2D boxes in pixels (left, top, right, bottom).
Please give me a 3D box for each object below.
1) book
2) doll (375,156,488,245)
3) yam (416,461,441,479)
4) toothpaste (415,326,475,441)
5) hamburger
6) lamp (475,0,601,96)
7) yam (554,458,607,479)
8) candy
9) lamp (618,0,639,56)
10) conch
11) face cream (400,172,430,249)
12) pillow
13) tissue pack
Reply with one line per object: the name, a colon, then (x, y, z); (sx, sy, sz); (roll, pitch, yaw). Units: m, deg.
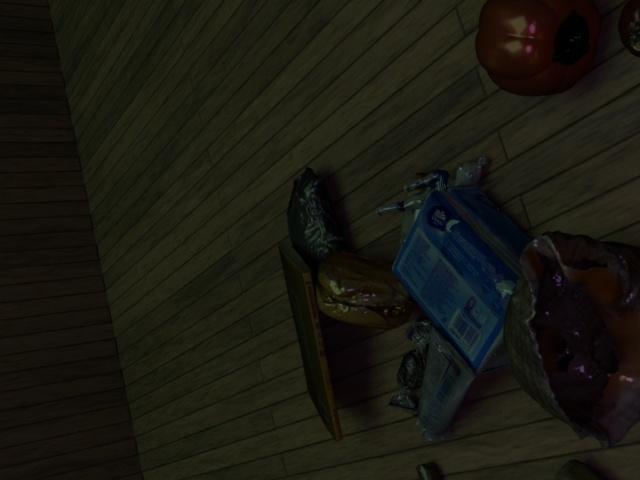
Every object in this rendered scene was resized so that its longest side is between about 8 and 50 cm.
book: (-0.025, 0.213, 1.745); (0.269, 0.032, 0.389); (-134, 32, -70)
doll: (0.220, -0.080, 1.463); (0.227, 0.057, 0.114); (-34, 99, 27)
yam: (0.223, 0.488, 1.575); (0.043, 0.043, 0.094); (-39, 62, 49)
toothpaste: (0.221, 0.270, 1.430); (0.114, 0.073, 0.299); (53, 158, 32)
hamburger: (0.092, 0.096, 1.572); (0.213, 0.213, 0.108); (35, 118, 47)
lamp: (0.324, -0.314, 1.212); (0.164, 0.187, 0.188); (34, 121, 52)
yam: (0.498, 0.460, 1.156); (0.371, 0.083, 0.083); (43, 127, 45)
candy: (0.190, 0.255, 1.584); (0.094, 0.051, 0.226); (38, 124, 42)
lamp: (0.464, -0.298, 1.099); (0.101, 0.090, 0.101); (34, 151, 22)
conch: (0.348, 0.121, 1.097); (0.210, 0.352, 0.297); (-19, 47, 56)
face cream: (0.192, -0.041, 1.541); (0.072, 0.051, 0.182); (24, 113, 39)
pillow: (0.000, 0.000, 1.780); (0.161, 0.092, 0.335); (-39, 63, 51)
tissue pack: (0.271, 0.064, 1.363); (0.263, 0.146, 0.198); (54, 135, 37)
